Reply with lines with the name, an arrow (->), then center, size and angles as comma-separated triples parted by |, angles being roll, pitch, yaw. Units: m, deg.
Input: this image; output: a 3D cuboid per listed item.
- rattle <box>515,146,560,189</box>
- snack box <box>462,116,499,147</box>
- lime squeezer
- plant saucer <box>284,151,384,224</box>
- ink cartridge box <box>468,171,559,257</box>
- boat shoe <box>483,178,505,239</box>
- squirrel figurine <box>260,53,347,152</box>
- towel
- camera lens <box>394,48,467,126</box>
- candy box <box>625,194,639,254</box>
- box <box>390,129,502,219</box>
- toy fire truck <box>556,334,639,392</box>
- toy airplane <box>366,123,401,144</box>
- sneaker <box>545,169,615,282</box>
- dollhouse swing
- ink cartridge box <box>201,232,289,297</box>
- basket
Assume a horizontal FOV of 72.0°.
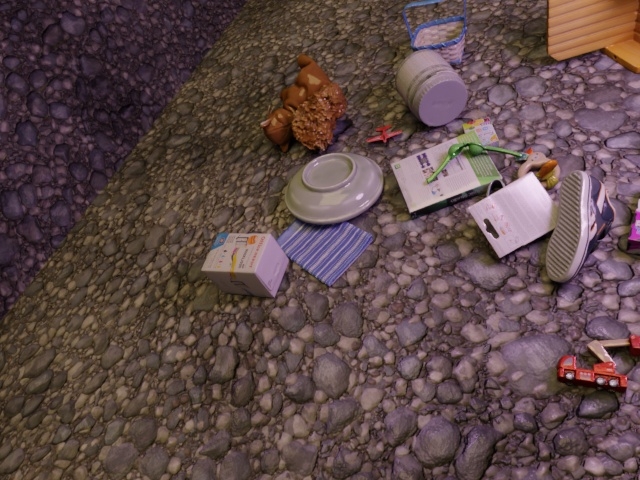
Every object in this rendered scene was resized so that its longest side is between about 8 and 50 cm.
rattle -> 0.688, -0.265, 1.424 | 0.130, 0.143, 0.199 | -23, 51, 34
snack box -> 0.593, -0.390, 1.633 | 0.100, 0.037, 0.141 | -15, 51, 17
lime squeezer -> 0.503, -0.289, 1.485 | 0.311, 0.059, 0.109 | -15, 59, 13
plant saucer -> 0.042, -0.236, 1.709 | 0.401, 0.100, 0.400 | -9, 47, 10
ink cartridge box -> 0.583, -0.074, 1.323 | 0.225, 0.056, 0.181 | -30, 79, 3
boat shoe -> 0.553, -0.099, 1.392 | 0.079, 0.081, 0.227 | -4, 53, 24
squirrel figurine -> -0.084, -0.563, 1.960 | 0.370, 0.281, 0.397 | -39, 44, 2
towel -> 0.000, 0.000, 1.619 | 0.243, 0.040, 0.336 | -47, 49, -12
camera lens -> 0.437, -0.615, 1.766 | 0.220, 0.219, 0.274 | -24, 47, 7
candy box -> 0.935, -0.059, 1.177 | 0.159, 0.071, 0.233 | 15, 63, 35
box -> 0.435, -0.232, 1.551 | 0.322, 0.058, 0.232 | -21, 58, 12
toy fire truck -> 0.673, 0.287, 1.049 | 0.192, 0.047, 0.135 | 2, 55, 29
toy airplane -> 0.265, -0.447, 1.849 | 0.151, 0.028, 0.151 | -13, 49, 15
sneaker -> 0.726, -0.028, 1.215 | 0.126, 0.128, 0.321 | 161, 126, -75
dollhouse swing -> 0.996, -0.737, 1.496 | 0.305, 0.346, 0.315 | -23, 48, 8
ink cartridge box -> -0.266, 0.087, 1.593 | 0.233, 0.168, 0.171 | 1, 54, 26
basket -> 0.506, -0.908, 1.916 | 0.255, 0.289, 0.201 | 3, 61, 25
